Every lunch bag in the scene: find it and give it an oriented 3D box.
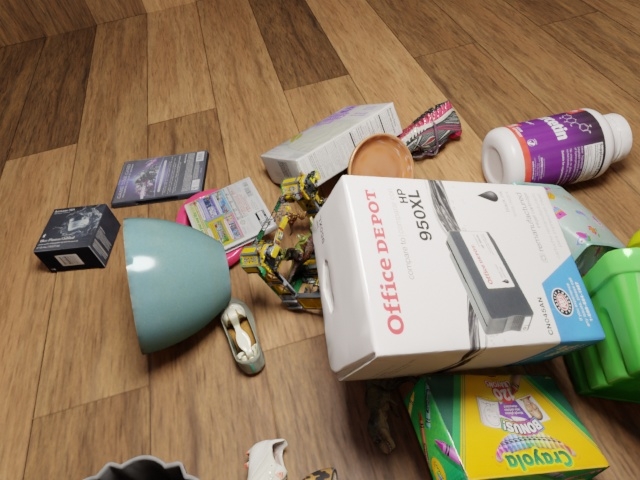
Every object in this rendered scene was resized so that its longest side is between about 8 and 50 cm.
[{"bbox_3d":[0.527,-0.008,0.994,0.262,0.160,0.223,2,40,-34],"label":"lunch bag"}]

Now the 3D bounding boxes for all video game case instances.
[{"bbox_3d":[-0.237,-0.061,1.184,0.193,0.023,0.212,-26,51,-9],"label":"video game case"},{"bbox_3d":[-0.488,-0.192,1.402,0.274,0.026,0.196,-8,49,4],"label":"video game case"}]

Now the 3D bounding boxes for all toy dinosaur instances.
[{"bbox_3d":[0.134,0.264,0.891,0.118,0.064,0.268,-17,46,13],"label":"toy dinosaur"}]

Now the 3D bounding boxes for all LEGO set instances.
[{"bbox_3d":[0.000,0.000,1.011,0.192,0.255,0.331,-6,37,35],"label":"LEGO set"}]

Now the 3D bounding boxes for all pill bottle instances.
[{"bbox_3d":[0.591,-0.226,1.153,0.323,0.181,0.181,-14,50,-3],"label":"pill bottle"}]

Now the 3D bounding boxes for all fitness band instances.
[{"bbox_3d":[-0.283,-0.032,1.221,0.209,0.054,0.290,-13,48,2],"label":"fitness band"}]

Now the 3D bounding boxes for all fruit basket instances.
[{"bbox_3d":[0.581,0.078,0.778,0.283,0.392,0.392,5,51,13],"label":"fruit basket"}]

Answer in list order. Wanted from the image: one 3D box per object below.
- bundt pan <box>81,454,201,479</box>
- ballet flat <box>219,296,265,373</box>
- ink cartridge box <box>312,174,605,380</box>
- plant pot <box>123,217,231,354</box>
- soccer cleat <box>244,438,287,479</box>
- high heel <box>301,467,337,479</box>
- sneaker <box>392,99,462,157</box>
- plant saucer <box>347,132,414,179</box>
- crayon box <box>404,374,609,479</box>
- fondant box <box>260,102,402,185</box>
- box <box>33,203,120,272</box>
[{"bbox_3d":[-0.289,0.524,0.704,0.331,0.124,0.330,-5,49,5],"label":"bundt pan"},{"bbox_3d":[-0.177,0.191,1.001,0.072,0.068,0.213,-25,51,-10],"label":"ballet flat"},{"bbox_3d":[0.208,0.059,0.749,0.395,0.166,0.285,0,63,-19],"label":"ink cartridge box"},{"bbox_3d":[-0.304,0.083,0.995,0.195,0.290,0.290,-8,48,-19],"label":"plant pot"},{"bbox_3d":[-0.091,0.417,0.765,0.076,0.068,0.196,-25,26,8],"label":"soccer cleat"},{"bbox_3d":[0.032,0.490,0.696,0.261,0.093,0.186,26,65,38],"label":"high heel"},{"bbox_3d":[0.280,-0.278,1.301,0.299,0.112,0.121,-36,12,-7],"label":"sneaker"},{"bbox_3d":[0.156,-0.180,1.200,0.200,0.200,0.037,-34,19,-18],"label":"plant saucer"},{"bbox_3d":[0.293,0.309,0.734,0.279,0.081,0.165,7,39,-21],"label":"crayon box"},{"bbox_3d":[0.026,-0.269,1.278,0.330,0.096,0.238,-33,26,-19],"label":"fondant box"},{"bbox_3d":[-0.651,-0.008,1.230,0.156,0.093,0.158,-6,48,4],"label":"box"}]
